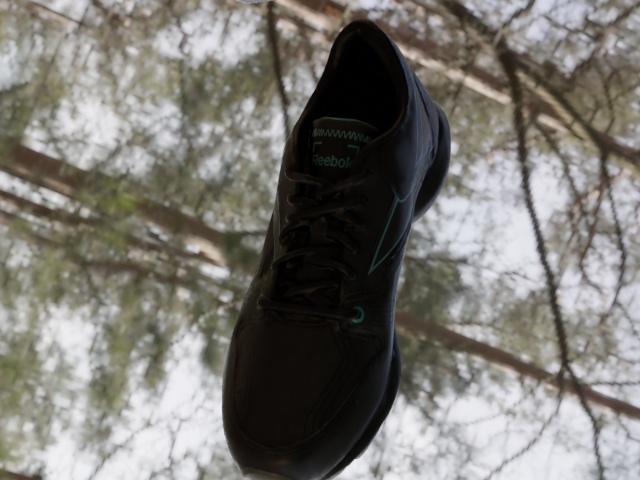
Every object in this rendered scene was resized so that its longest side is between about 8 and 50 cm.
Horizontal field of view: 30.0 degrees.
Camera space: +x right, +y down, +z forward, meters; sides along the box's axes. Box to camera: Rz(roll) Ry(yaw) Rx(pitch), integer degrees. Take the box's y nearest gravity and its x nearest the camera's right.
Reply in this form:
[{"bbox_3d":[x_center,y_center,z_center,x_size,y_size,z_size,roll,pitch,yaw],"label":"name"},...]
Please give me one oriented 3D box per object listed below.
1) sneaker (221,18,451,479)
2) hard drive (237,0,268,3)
[{"bbox_3d":[0.000,0.000,0.640,0.106,0.101,0.267,69,31,-53],"label":"sneaker"},{"bbox_3d":[-0.074,-0.235,1.050,0.094,0.135,0.022,1,-92,37],"label":"hard drive"}]
